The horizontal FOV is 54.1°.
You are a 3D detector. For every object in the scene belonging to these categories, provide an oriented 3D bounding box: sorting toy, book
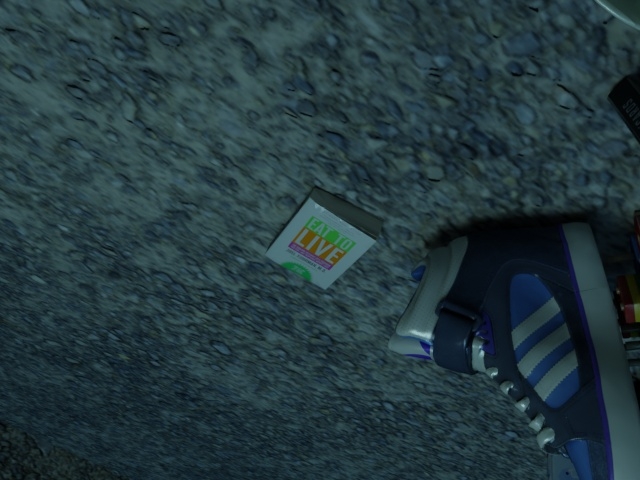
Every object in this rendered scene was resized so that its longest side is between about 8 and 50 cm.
[{"bbox_3d":[0.329,0.068,0.644,0.046,0.132,0.274,-10,121,21],"label":"sorting toy"},{"bbox_3d":[0.000,0.000,0.789,0.096,0.035,0.144,29,141,-10],"label":"book"}]

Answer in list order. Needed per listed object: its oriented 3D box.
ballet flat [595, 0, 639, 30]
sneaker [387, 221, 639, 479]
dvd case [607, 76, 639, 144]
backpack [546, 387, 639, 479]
[{"bbox_3d":[0.181,-0.224,0.388,0.400,0.139,0.139,31,139,-20],"label":"ballet flat"},{"bbox_3d":[0.192,0.139,0.660,0.236,0.322,0.130,-12,152,21],"label":"sneaker"},{"bbox_3d":[0.354,-0.032,0.506,0.239,0.179,0.029,27,124,-14],"label":"dvd case"},{"bbox_3d":[0.441,0.364,0.905,0.213,0.276,0.263,-8,143,34],"label":"backpack"}]
